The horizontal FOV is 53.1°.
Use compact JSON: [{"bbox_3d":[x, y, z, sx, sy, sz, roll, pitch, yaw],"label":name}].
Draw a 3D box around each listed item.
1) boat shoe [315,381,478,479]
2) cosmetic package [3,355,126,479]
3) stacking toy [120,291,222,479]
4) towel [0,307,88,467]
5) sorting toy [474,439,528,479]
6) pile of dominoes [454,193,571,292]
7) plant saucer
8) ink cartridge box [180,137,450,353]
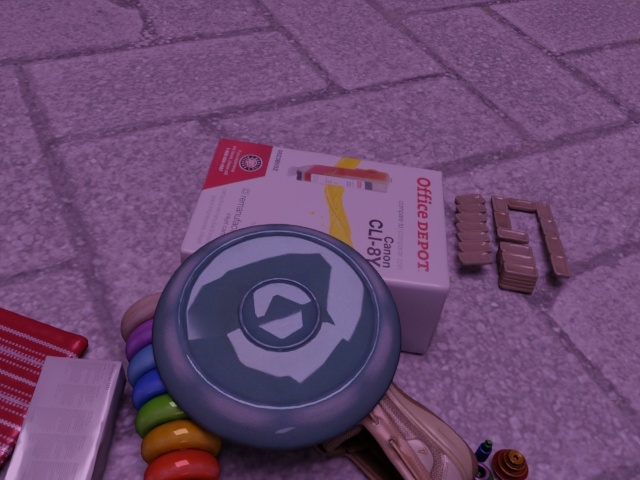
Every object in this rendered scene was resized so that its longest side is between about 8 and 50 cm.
[{"bbox_3d":[0.038,0.221,0.833,0.341,0.121,0.110,35,49,23],"label":"boat shoe"},{"bbox_3d":[-0.310,0.260,0.770,0.099,0.060,0.238,5,50,-2],"label":"cosmetic package"},{"bbox_3d":[-0.171,0.228,0.796,0.141,0.141,0.330,-5,50,-14],"label":"stacking toy"},{"bbox_3d":[-0.462,0.203,0.842,0.199,0.031,0.274,18,46,7],"label":"towel"},{"bbox_3d":[0.227,0.294,0.844,0.102,0.042,0.061,-10,47,-18],"label":"sorting toy"},{"bbox_3d":[0.343,-0.002,1.189,0.196,0.040,0.251,10,36,2],"label":"pile of dominoes"},{"bbox_3d":[-0.052,0.098,0.807,0.318,0.043,0.317,3,54,-4],"label":"plant saucer"},{"bbox_3d":[0.000,0.000,1.027,0.385,0.160,0.279,9,44,0],"label":"ink cartridge box"}]
